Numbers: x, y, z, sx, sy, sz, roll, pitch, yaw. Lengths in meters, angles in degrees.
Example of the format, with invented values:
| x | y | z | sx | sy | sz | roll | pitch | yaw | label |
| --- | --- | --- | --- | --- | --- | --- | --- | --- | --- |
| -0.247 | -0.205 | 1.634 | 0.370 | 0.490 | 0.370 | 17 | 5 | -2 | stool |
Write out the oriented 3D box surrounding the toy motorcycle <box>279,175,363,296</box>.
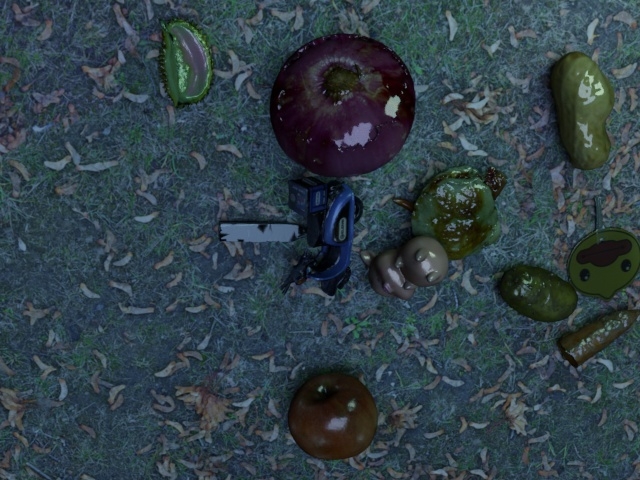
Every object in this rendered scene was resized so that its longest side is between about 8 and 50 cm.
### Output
| x | y | z | sx | sy | sz | roll | pitch | yaw | label |
| --- | --- | --- | --- | --- | --- | --- | --- | --- | --- |
| 0.000 | 0.000 | 1.860 | 0.213 | 0.125 | 0.358 | -16 | 121 | -33 | toy motorcycle |

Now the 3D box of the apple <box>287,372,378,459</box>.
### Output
| x | y | z | sx | sy | sz | roll | pitch | yaw | label |
| --- | --- | --- | --- | --- | --- | --- | --- | --- | --- |
| 0.037 | 0.506 | 1.983 | 0.254 | 0.253 | 0.253 | -2 | 107 | -5 | apple |

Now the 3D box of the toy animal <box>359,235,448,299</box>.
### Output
| x | y | z | sx | sy | sz | roll | pitch | yaw | label |
| --- | --- | --- | --- | --- | --- | --- | --- | --- | --- |
| 0.231 | 0.072 | 1.888 | 0.250 | 0.154 | 0.166 | -21 | 95 | 44 | toy animal |

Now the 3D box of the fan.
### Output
| x | y | z | sx | sy | sz | roll | pitch | yaw | label |
| --- | --- | --- | --- | --- | --- | --- | --- | --- | --- |
| 0.821 | 0.026 | 2.028 | 0.230 | 0.011 | 0.334 | -13 | 109 | -1 | fan |

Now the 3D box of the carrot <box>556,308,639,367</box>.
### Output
| x | y | z | sx | sy | sz | roll | pitch | yaw | label |
| --- | --- | --- | --- | --- | --- | --- | --- | --- | --- |
| 0.829 | 0.273 | 2.061 | 0.263 | 0.102 | 0.102 | -33 | 107 | 3 | carrot |

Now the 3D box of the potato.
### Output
| x | y | z | sx | sy | sz | roll | pitch | yaw | label |
| --- | --- | --- | --- | --- | --- | --- | --- | --- | --- |
| 0.621 | 0.153 | 1.997 | 0.251 | 0.113 | 0.149 | 17 | 97 | -19 | potato |

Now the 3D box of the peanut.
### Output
| x | y | z | sx | sy | sz | roll | pitch | yaw | label |
| --- | --- | --- | --- | --- | --- | --- | --- | --- | --- |
| 0.698 | -0.340 | 1.841 | 0.148 | 0.147 | 0.318 | -16 | 105 | -1 | peanut |

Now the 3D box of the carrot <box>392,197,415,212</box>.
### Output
| x | y | z | sx | sy | sz | roll | pitch | yaw | label |
| --- | --- | --- | --- | --- | --- | --- | --- | --- | --- |
| 0.260 | -0.086 | 1.929 | 0.142 | 0.035 | 0.035 | 25 | 103 | -10 | carrot |

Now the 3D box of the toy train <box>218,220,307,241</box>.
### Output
| x | y | z | sx | sy | sz | roll | pitch | yaw | label |
| --- | --- | --- | --- | --- | --- | --- | --- | --- | --- |
| -0.150 | -0.024 | 1.903 | 0.252 | 0.048 | 0.055 | 1 | 102 | -12 | toy train |

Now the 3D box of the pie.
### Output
| x | y | z | sx | sy | sz | roll | pitch | yaw | label |
| --- | --- | --- | --- | --- | --- | --- | --- | --- | --- |
| 0.370 | -0.072 | 1.901 | 0.257 | 0.105 | 0.274 | -5 | 116 | -11 | pie |

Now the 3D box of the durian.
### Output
| x | y | z | sx | sy | sz | roll | pitch | yaw | label |
| --- | --- | --- | --- | --- | --- | --- | --- | --- | --- |
| -0.342 | -0.444 | 1.737 | 0.137 | 0.095 | 0.220 | -17 | 109 | -38 | durian |

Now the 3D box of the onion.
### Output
| x | y | z | sx | sy | sz | roll | pitch | yaw | label |
| --- | --- | --- | --- | --- | --- | --- | --- | --- | --- |
| 0.050 | -0.325 | 1.719 | 0.359 | 0.345 | 0.358 | 0 | 90 | -8 | onion |
